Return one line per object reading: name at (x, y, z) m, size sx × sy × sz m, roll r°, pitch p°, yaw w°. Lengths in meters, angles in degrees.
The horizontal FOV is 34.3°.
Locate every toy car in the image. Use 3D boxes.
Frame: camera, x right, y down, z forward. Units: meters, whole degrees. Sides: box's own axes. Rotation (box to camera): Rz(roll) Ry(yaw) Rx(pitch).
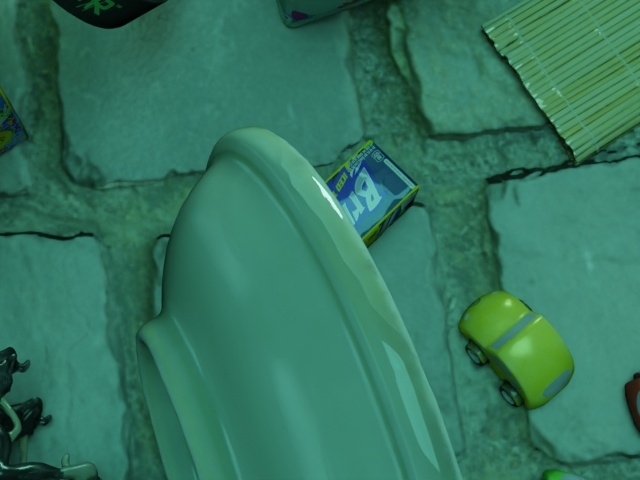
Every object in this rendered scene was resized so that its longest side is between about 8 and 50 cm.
toy car at (0.206, 0.164, 0.794) m, size 0.239 × 0.053 × 0.225 m, roll 16°, pitch 75°, yaw 3°

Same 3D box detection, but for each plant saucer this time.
plant saucer at (-0.031, 0.138, 0.610) m, size 0.100 × 0.400 × 0.401 m, roll -17°, pitch 76°, yaw -15°

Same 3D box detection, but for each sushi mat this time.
sushi mat at (0.308, -0.207, 0.918) m, size 0.316 × 0.019 × 0.151 m, roll -32°, pitch 77°, yaw -10°

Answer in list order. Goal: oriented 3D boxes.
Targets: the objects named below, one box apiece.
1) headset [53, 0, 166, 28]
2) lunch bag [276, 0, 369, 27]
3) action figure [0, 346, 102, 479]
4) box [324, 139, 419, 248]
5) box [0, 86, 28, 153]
headset at (-0.182, -0.351, 0.828) m, size 0.185 × 0.243 × 0.394 m, roll -25°, pitch 50°, yaw 17°
lunch bag at (0.076, -0.304, 0.829) m, size 0.262 × 0.223 × 0.160 m, roll -20°, pitch 84°, yaw -7°
action figure at (-0.186, 0.215, 0.718) m, size 0.141 × 0.164 × 0.276 m, roll -31°, pitch 68°, yaw -29°
box at (0.000, 0.000, 0.832) m, size 0.169 × 0.054 × 0.059 m, roll -43°, pitch 81°, yaw -13°
box at (-0.386, -0.194, 0.755) m, size 0.177 × 0.279 × 0.290 m, roll -32°, pitch 78°, yaw -10°
